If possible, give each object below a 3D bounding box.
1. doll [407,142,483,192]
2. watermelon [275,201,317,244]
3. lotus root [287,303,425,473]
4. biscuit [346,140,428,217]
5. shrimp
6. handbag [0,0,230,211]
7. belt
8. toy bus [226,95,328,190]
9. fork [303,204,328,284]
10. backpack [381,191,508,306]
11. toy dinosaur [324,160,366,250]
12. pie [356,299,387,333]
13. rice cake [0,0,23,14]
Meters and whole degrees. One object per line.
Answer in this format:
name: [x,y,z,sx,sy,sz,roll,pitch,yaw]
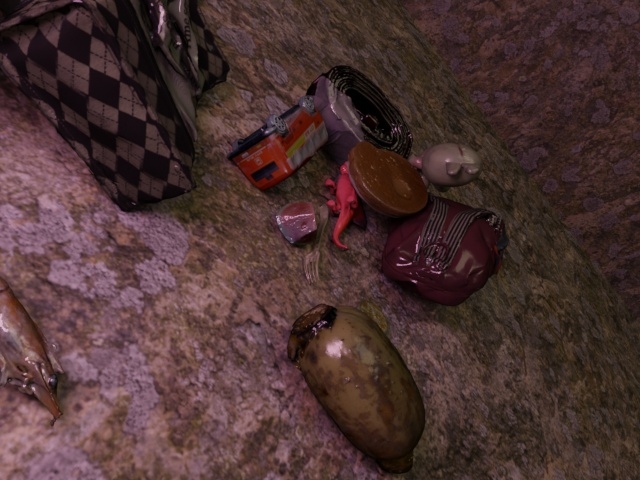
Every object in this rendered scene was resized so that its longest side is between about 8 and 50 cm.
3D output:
doll: [0.290,-0.178,1.241,0.275,0.155,0.113,174,-80,-86]
watermelon: [-0.042,-0.041,1.017,0.092,0.072,0.084,22,28,-33]
lotus root: [0.076,0.239,0.856,0.309,0.173,0.173,57,33,-10]
biscuit: [0.148,-0.128,1.182,0.208,0.049,0.181,11,55,-33]
shrimp: [-0.349,0.106,0.533,0.223,0.047,0.126,50,41,2]
handbag: [-0.267,-0.283,0.817,0.416,0.180,0.317,-91,161,-45]
belt: [0.081,-0.282,1.304,0.289,0.164,0.184,45,61,-17]
toy bus: [-0.071,-0.203,1.085,0.120,0.121,0.265,56,32,-14]
fork: [-0.004,-0.004,1.062,0.028,0.034,0.219,45,34,-29]
backpack: [0.274,0.016,1.219,0.283,0.197,0.317,21,31,17]
toy dinosaur: [0.070,-0.056,1.193,0.139,0.070,0.286,53,28,-46]
pie: [0.103,0.158,1.067,0.085,0.017,0.085,30,42,-31]
rice cake: [-0.428,-0.372,0.699,0.127,0.237,0.043,47,69,-14]
